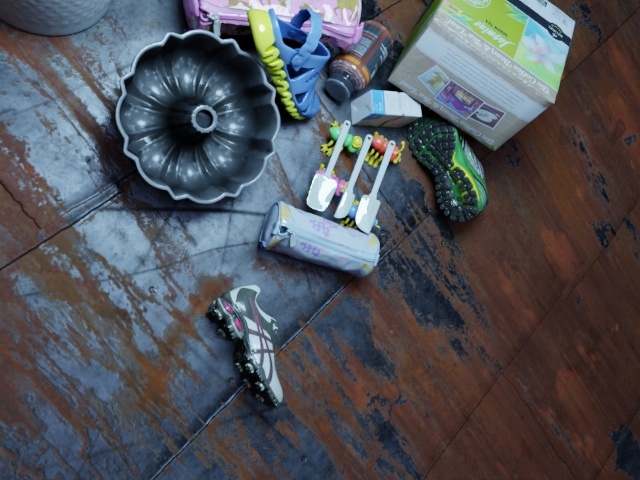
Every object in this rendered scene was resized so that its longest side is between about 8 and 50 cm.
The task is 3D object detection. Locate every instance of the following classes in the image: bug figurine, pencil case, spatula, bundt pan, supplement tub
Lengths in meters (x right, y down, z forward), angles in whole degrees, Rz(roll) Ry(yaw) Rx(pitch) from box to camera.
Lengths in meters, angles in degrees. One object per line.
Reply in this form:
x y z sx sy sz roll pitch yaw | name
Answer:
0.089 -0.164 1.296 0.216 0.072 0.279 25 75 -22 | bug figurine
0.000 0.000 1.208 0.273 0.124 0.113 19 77 -25 | pencil case
0.078 -0.156 1.236 0.168 0.019 0.242 23 74 -9 | spatula
-0.254 -0.241 1.077 0.331 0.124 0.331 -6 101 -32 | bundt pan
0.090 -0.434 1.301 0.106 0.106 0.198 41 69 -18 | supplement tub
-0.099 -0.505 1.159 0.386 0.160 0.167 -2 89 -19 | pencil case

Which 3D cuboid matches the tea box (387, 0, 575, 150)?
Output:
0.393 -0.460 1.295 0.329 0.220 0.323 30 61 -8 | tea box

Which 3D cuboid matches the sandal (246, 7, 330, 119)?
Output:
-0.040 -0.371 1.133 0.138 0.317 0.126 -17 69 6 | sandal

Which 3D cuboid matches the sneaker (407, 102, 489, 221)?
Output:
0.340 -0.221 1.414 0.146 0.134 0.343 -20 91 -52 | sneaker

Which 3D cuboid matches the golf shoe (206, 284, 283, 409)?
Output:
-0.129 0.226 1.137 0.120 0.105 0.273 -29 99 -33 | golf shoe

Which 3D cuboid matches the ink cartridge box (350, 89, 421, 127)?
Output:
0.178 -0.326 1.336 0.180 0.104 0.060 -3 87 -26 | ink cartridge box

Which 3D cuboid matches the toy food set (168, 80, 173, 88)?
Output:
-0.283 -0.310 1.141 0.132 0.038 0.192 -5 88 -27 | toy food set

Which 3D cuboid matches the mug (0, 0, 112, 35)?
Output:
-0.499 -0.590 0.897 0.276 0.328 0.374 -34 100 -25 | mug
